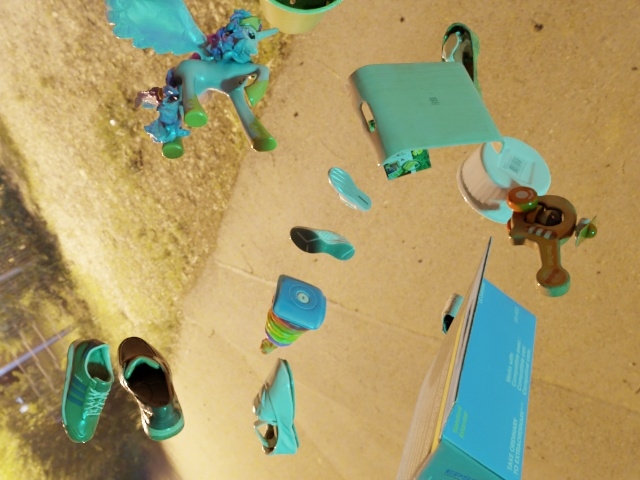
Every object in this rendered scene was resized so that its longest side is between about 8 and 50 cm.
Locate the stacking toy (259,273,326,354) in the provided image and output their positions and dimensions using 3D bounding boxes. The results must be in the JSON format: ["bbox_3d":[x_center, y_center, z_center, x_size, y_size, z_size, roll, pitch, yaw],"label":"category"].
[{"bbox_3d":[-0.117,0.269,1.662,0.165,0.175,0.302,24,127,-14],"label":"stacking toy"}]

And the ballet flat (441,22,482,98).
[{"bbox_3d":[0.375,-0.446,1.456,0.123,0.349,0.123,6,161,2],"label":"ballet flat"}]

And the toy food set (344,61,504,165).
[{"bbox_3d":[0.224,-0.266,1.136,0.092,0.306,0.220,118,138,-59],"label":"toy food set"}]

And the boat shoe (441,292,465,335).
[{"bbox_3d":[0.302,0.187,1.212,0.066,0.063,0.184,30,157,17],"label":"boat shoe"}]

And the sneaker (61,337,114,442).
[{"bbox_3d":[-0.429,0.278,0.994,0.086,0.064,0.192,-11,77,28],"label":"sneaker"}]

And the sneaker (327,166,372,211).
[{"bbox_3d":[0.100,-0.200,2.174,0.091,0.094,0.258,-4,141,47],"label":"sneaker"}]

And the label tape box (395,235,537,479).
[{"bbox_3d":[0.192,0.200,0.665,0.105,0.241,0.334,19,137,10],"label":"label tape box"}]

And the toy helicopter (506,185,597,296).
[{"bbox_3d":[0.617,0.006,1.399,0.234,0.355,0.140,-1,134,17],"label":"toy helicopter"}]

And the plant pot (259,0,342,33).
[{"bbox_3d":[-0.059,-0.662,1.356,0.276,0.276,0.254,56,173,-4],"label":"plant pot"}]

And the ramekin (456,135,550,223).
[{"bbox_3d":[0.592,-0.203,1.699,0.277,0.277,0.135,46,146,12],"label":"ramekin"}]

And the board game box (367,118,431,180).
[{"bbox_3d":[0.224,-0.261,1.464,0.260,0.136,0.030,55,-160,-58],"label":"board game box"}]

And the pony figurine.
[{"bbox_3d":[-0.255,-0.341,1.107,0.303,0.350,0.364,87,178,-56],"label":"pony figurine"}]

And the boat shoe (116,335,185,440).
[{"bbox_3d":[-0.424,0.325,1.297,0.342,0.123,0.123,44,143,48],"label":"boat shoe"}]

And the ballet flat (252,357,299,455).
[{"bbox_3d":[-0.137,0.516,1.574,0.139,0.139,0.400,29,137,34],"label":"ballet flat"}]

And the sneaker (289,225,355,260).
[{"bbox_3d":[0.000,0.000,1.163,0.054,0.152,0.061,-62,22,23],"label":"sneaker"}]
